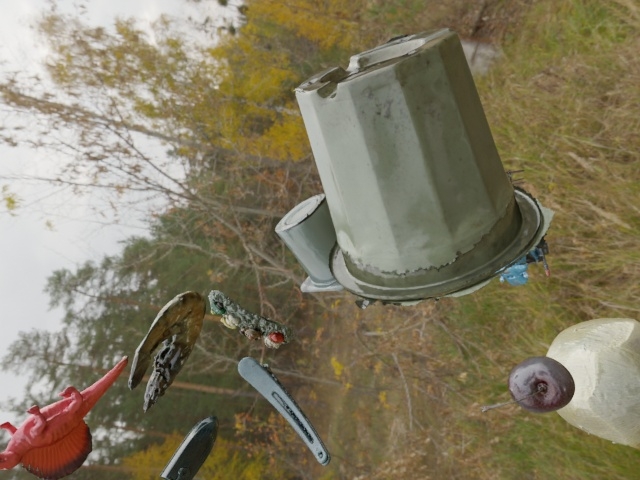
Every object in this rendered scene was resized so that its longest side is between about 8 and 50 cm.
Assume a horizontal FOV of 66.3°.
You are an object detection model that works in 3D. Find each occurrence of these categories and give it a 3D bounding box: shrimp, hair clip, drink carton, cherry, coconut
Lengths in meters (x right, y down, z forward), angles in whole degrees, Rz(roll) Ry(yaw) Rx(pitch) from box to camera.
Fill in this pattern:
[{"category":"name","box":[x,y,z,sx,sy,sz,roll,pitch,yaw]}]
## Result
[{"category":"shrimp","box":[-0.385,0.278,1.170,0.364,0.071,0.233,-62,-15,15]},{"category":"hair clip","box":[-0.061,0.332,0.968,0.048,0.275,0.083,-48,-38,-7]},{"category":"drink carton","box":[0.000,0.000,1.210,0.186,0.189,0.191,-15,28,54]},{"category":"hair clip","box":[-0.247,0.284,1.665,0.091,0.322,0.138,-66,6,-28]},{"category":"cherry","box":[0.433,0.306,1.038,0.115,0.188,0.148,57,-159,-29]},{"category":"coconut","box":[0.821,0.388,1.355,0.360,0.347,0.345,122,158,-82]}]

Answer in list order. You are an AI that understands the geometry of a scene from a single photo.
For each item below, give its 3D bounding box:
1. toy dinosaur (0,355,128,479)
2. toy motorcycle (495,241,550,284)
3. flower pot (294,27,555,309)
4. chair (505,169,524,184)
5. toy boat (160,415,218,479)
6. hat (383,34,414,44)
[{"category":"toy dinosaur","box":[-0.442,0.335,0.892,0.070,0.138,0.286,-29,0,40]},{"category":"toy motorcycle","box":[0.701,0.059,1.720,0.124,0.272,0.181,-22,81,52]},{"category":"flower pot","box":[0.107,-0.101,0.599,0.290,0.291,0.258,-90,-20,-65]},{"category":"chair","box":[0.480,-0.160,1.256,0.042,0.086,0.037,-38,-62,-64]},{"category":"toy boat","box":[-0.243,0.403,0.946,0.060,0.055,0.141,-15,35,57]},{"category":"hat","box":[0.294,-0.486,1.670,0.381,0.366,0.257,-55,-36,-11]}]
